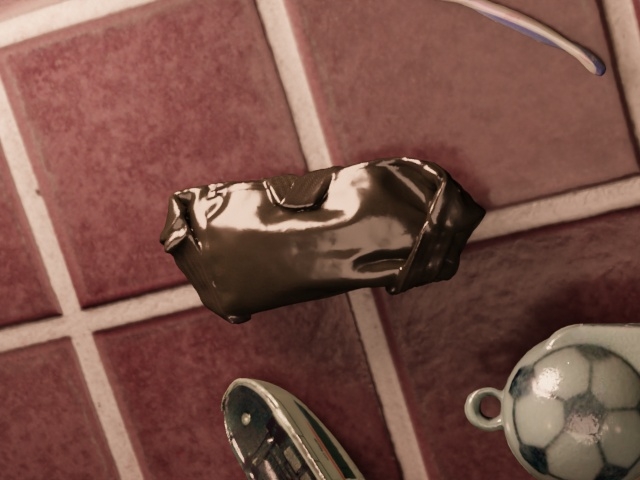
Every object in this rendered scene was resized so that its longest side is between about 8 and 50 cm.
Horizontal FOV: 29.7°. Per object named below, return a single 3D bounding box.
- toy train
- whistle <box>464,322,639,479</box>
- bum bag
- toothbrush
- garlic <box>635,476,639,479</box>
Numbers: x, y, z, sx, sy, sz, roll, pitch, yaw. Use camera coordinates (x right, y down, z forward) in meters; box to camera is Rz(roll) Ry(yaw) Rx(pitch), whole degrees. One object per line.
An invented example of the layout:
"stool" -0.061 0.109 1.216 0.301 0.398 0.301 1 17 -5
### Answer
"toy train" 0.025 0.279 1.154 0.086 0.088 0.407 -58 45 22
"whistle" 0.277 0.157 1.111 0.290 0.163 0.163 0 105 13
"bum bag" 0.000 0.000 1.170 0.326 0.080 0.142 -7 97 18
"toothbrush" 0.139 -0.214 1.105 0.269 0.021 0.027 26 115 4
"garlic" 0.258 0.419 1.142 0.231 0.246 0.340 37 108 -1
